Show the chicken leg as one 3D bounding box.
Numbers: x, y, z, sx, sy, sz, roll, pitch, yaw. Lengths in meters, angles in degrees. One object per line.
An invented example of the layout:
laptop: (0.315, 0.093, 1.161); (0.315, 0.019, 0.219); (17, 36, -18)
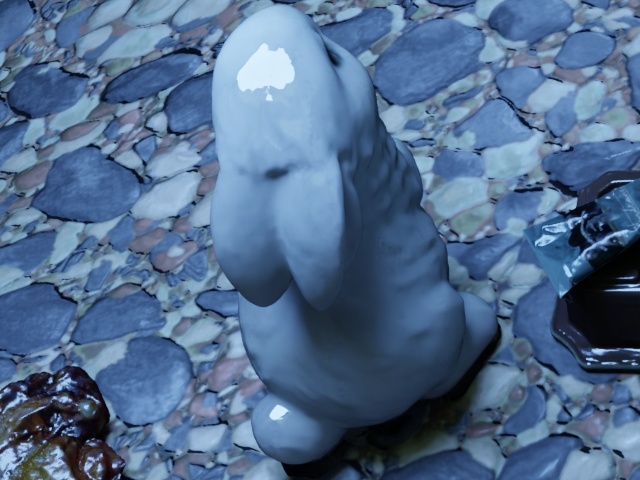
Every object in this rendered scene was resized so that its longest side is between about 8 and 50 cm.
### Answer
chicken leg: (-0.258, 0.255, 1.210); (0.177, 0.083, 0.322); (14, 58, 19)

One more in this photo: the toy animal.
toy animal: (0.000, 0.000, 1.081); (0.194, 0.357, 0.258); (8, 56, 29)

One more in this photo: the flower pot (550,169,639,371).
flower pot: (0.300, 0.009, 1.101); (0.251, 0.084, 0.178); (-2, 53, 28)

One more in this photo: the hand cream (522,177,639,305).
hand cream: (0.280, -0.035, 1.066); (0.248, 0.052, 0.075); (-30, 23, 11)
